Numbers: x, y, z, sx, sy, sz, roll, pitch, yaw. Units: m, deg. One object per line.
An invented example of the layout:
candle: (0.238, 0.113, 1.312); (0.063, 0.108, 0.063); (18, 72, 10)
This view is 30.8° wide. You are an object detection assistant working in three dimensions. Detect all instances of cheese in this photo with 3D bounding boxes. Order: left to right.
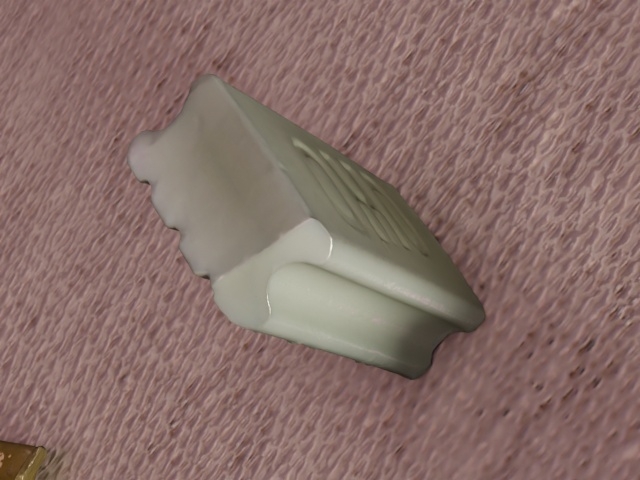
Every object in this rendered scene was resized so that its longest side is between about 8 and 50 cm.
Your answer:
cheese: (-0.209, 0.163, 0.777); (0.084, 0.041, 0.060); (-11, 63, 42)

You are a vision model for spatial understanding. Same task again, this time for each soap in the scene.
soap: (0.000, 0.000, 0.614); (0.066, 0.198, 0.119); (-43, 60, 13)
